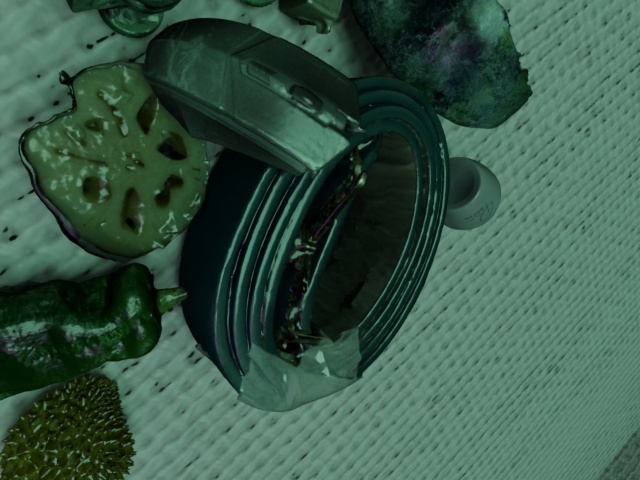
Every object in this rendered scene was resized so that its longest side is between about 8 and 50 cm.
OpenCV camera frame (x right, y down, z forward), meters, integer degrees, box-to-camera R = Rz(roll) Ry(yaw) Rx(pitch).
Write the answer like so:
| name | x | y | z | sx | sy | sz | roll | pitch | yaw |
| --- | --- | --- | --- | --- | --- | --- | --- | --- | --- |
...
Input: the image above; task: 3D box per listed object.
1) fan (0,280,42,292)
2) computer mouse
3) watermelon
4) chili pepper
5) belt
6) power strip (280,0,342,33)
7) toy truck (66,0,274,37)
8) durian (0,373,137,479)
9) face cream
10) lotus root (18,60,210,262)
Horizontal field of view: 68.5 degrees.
| name | x | y | z | sx | sy | sz | roll | pitch | yaw |
| --- | --- | --- | --- | --- | --- | --- | --- | --- | --- |
| fan | -0.345 | 0.104 | 0.533 | 0.240 | 0.009 | 0.131 | 15 | 98 | -36 |
| computer mouse | -0.064 | -0.149 | 0.459 | 0.231 | 0.071 | 0.126 | 25 | 75 | 1 |
| watermelon | 0.183 | -0.302 | 0.609 | 0.318 | 0.148 | 0.226 | 45 | 51 | -13 |
| chili pepper | -0.279 | 0.094 | 0.504 | 0.271 | 0.099 | 0.136 | -15 | 108 | -22 |
| belt | 0.001 | -0.001 | 0.621 | 0.300 | 0.173 | 0.436 | 27 | 90 | -35 |
| power strip | 0.018 | -0.388 | 0.555 | 0.052 | 0.078 | 0.271 | 10 | 101 | -35 |
| toy truck | -0.125 | -0.302 | 0.447 | 0.279 | 0.155 | 0.156 | -28 | 111 | -23 |
| durian | -0.299 | 0.277 | 0.572 | 0.147 | 0.102 | 0.208 | -18 | 120 | -34 |
| face cream | 0.234 | -0.077 | 0.779 | 0.104 | 0.117 | 0.117 | 22 | 94 | -55 |
| lotus root | -0.220 | -0.086 | 0.510 | 0.183 | 0.078 | 0.203 | -32 | 126 | -34 |
